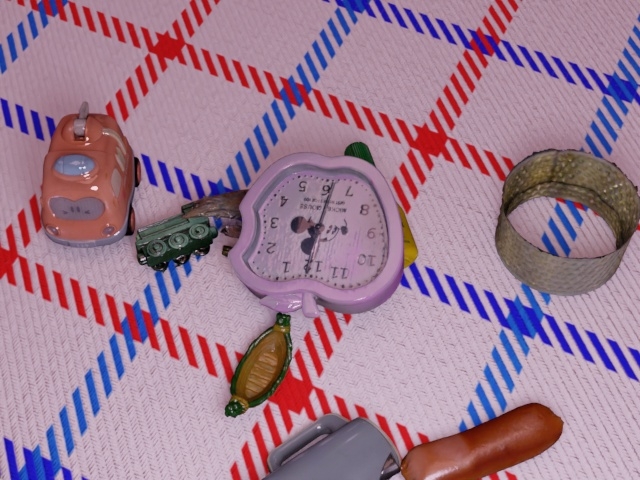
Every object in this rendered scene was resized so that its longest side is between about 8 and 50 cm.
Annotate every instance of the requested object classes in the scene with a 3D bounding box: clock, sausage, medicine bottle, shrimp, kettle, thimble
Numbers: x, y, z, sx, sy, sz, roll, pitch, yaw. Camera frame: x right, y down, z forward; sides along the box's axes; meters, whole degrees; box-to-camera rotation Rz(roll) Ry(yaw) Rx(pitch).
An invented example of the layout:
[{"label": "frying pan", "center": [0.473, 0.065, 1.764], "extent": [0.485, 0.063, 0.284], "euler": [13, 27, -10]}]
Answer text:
[{"label": "clock", "center": [0.000, 0.000, 1.872], "extent": [0.338, 0.102, 0.339], "euler": [-3, 70, 7]}, {"label": "sausage", "center": [0.281, 0.365, 1.705], "extent": [0.300, 0.083, 0.089], "euler": [-19, 55, -9]}, {"label": "medicine bottle", "center": [0.109, -0.072, 2.008], "extent": [0.111, 0.076, 0.309], "euler": [-7, 55, -13]}, {"label": "shrimp", "center": [-0.171, -0.045, 1.972], "extent": [0.223, 0.047, 0.126], "euler": [-9, 63, -35]}, {"label": "kettle", "center": [-0.004, 0.403, 1.662], "extent": [0.243, 0.160, 0.210], "euler": [-36, 33, -28]}, {"label": "thimble", "center": [0.478, -0.033, 1.932], "extent": [0.270, 0.150, 0.271], "euler": [-1, 55, 1]}]

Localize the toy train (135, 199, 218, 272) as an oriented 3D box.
[{"label": "toy train", "center": [-0.294, -0.006, 1.970], "extent": [0.170, 0.071, 0.111], "euler": [-21, 53, -17]}]

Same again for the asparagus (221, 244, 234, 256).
[{"label": "asparagus", "center": [-0.085, 0.039, 1.966], "extent": [0.232, 0.022, 0.023], "euler": [9, 12, 9]}]

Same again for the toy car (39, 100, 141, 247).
[{"label": "toy car", "center": [-0.469, -0.132, 1.969], "extent": [0.180, 0.212, 0.271], "euler": [0, 56, 0]}]

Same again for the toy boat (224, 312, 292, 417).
[{"label": "toy boat", "center": [-0.110, 0.236, 1.791], "extent": [0.088, 0.088, 0.230], "euler": [20, 58, 13]}]
